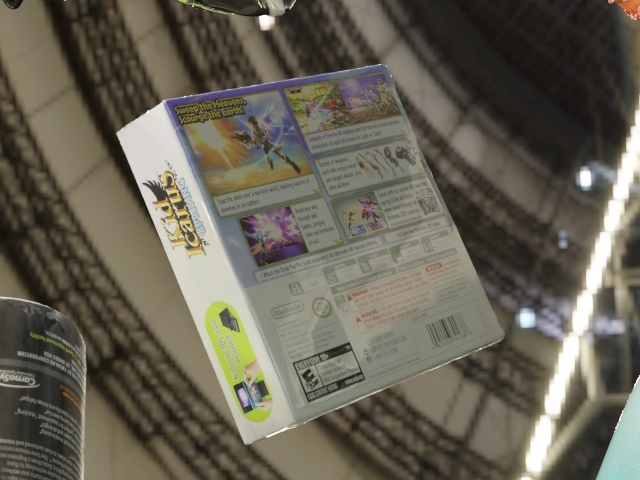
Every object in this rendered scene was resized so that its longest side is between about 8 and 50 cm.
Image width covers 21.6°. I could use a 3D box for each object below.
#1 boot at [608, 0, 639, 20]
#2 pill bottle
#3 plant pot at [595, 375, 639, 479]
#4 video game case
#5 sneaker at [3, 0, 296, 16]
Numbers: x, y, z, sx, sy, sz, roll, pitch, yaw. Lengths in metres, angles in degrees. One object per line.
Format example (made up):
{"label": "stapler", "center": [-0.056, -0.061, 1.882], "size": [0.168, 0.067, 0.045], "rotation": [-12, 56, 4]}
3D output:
{"label": "boot", "center": [0.164, -0.098, 0.724], "size": [0.059, 0.085, 0.157], "rotation": [-13, -88, -71]}
{"label": "pill bottle", "center": [-0.235, 0.173, 1.209], "size": [0.130, 0.130, 0.245], "rotation": [64, -164, -50]}
{"label": "plant pot", "center": [0.290, 0.107, 0.902], "size": [0.272, 0.272, 0.255], "rotation": [31, -104, -69]}
{"label": "video game case", "center": [0.000, 0.000, 1.266], "size": [0.269, 0.061, 0.244], "rotation": [-16, -99, -50]}
{"label": "sneaker", "center": [-0.114, -0.143, 0.840], "size": [0.097, 0.235, 0.084], "rotation": [-52, -36, -17]}
